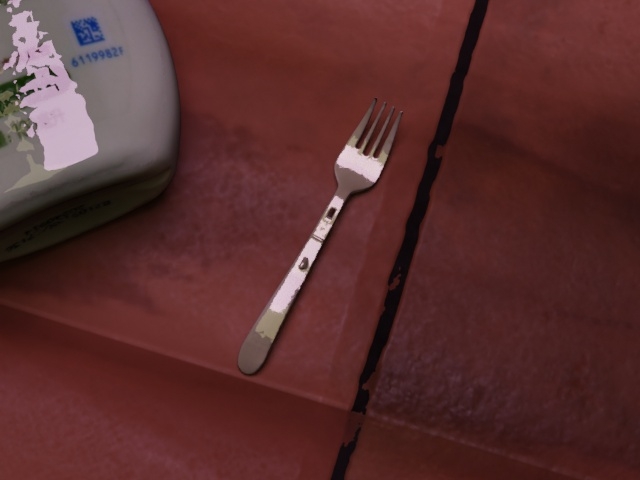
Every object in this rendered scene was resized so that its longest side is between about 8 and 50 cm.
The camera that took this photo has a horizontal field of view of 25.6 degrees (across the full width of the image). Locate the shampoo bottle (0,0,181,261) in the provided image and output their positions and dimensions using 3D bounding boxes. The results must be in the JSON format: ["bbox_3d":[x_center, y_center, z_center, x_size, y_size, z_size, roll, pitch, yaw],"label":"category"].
[{"bbox_3d":[-0.240,-0.171,0.984,0.222,0.151,0.349,-23,80,0],"label":"shampoo bottle"}]

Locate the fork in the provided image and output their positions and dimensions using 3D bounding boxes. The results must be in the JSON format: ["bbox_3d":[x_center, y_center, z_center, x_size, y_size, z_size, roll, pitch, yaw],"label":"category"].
[{"bbox_3d":[0.000,0.000,1.017,0.034,0.028,0.219,28,87,-2],"label":"fork"}]
